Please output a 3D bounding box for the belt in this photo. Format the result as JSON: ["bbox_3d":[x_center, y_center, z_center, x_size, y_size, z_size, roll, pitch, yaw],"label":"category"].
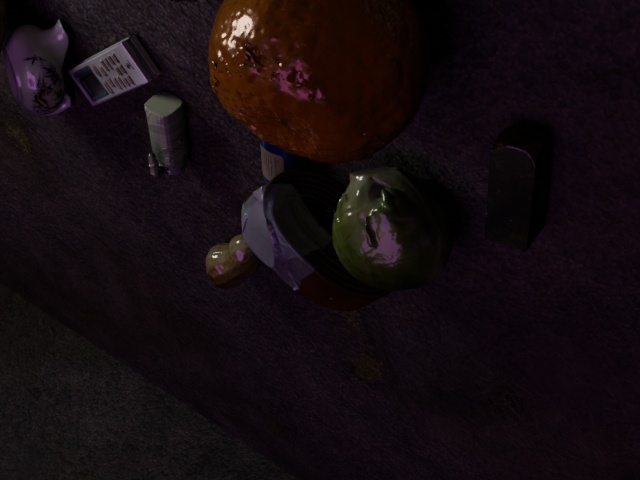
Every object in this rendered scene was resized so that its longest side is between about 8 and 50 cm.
[{"bbox_3d":[0.000,0.000,1.674,0.339,0.217,0.122,40,149,-9],"label":"belt"}]

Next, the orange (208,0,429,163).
[{"bbox_3d":[0.005,-0.284,1.253,0.341,0.293,0.340,23,165,7],"label":"orange"}]

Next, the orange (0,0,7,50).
[{"bbox_3d":[-0.866,-0.523,1.894,0.329,0.249,0.329,5,97,44],"label":"orange"}]

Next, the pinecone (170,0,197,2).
[{"bbox_3d":[-0.252,-0.477,1.486,0.109,0.102,0.102,38,148,13],"label":"pinecone"}]

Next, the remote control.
[{"bbox_3d":[-0.473,-0.380,1.873,0.277,0.055,0.103,-6,124,49],"label":"remote control"}]

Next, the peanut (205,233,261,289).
[{"bbox_3d":[-0.216,0.048,2.066,0.120,0.110,0.236,55,146,3],"label":"peanut"}]

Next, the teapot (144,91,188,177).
[{"bbox_3d":[-0.355,-0.228,1.883,0.077,0.107,0.200,26,145,18],"label":"teapot"}]

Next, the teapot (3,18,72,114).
[{"bbox_3d":[-0.672,-0.402,1.991,0.208,0.166,0.299,52,161,16],"label":"teapot"}]

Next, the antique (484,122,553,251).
[{"bbox_3d":[0.327,-0.091,1.355,0.081,0.080,0.220,22,142,26],"label":"antique"}]

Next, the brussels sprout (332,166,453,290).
[{"bbox_3d":[0.132,-0.019,1.537,0.244,0.244,0.244,27,145,21],"label":"brussels sprout"}]

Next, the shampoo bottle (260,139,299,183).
[{"bbox_3d":[-0.084,-0.157,1.734,0.087,0.050,0.183,24,144,20],"label":"shampoo bottle"}]
